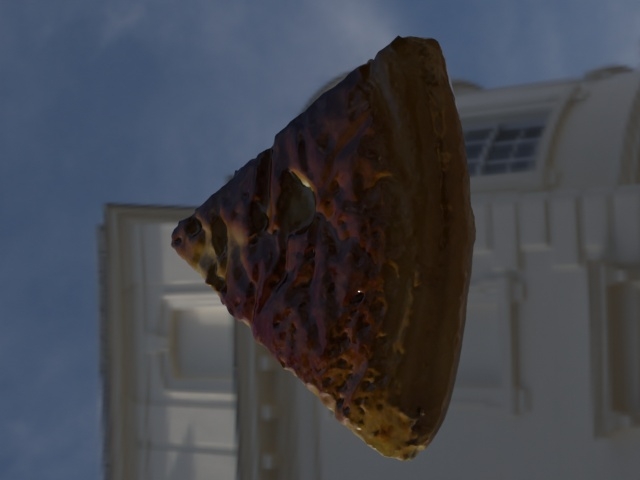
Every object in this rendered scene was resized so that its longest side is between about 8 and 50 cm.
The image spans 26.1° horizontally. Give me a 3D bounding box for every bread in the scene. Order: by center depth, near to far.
[{"bbox_3d":[0.016,-0.014,0.522,0.054,0.154,0.136,4,-66,-46],"label":"bread"}]
